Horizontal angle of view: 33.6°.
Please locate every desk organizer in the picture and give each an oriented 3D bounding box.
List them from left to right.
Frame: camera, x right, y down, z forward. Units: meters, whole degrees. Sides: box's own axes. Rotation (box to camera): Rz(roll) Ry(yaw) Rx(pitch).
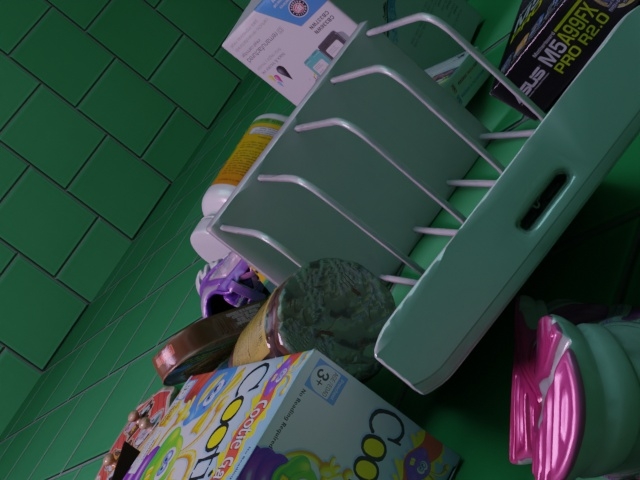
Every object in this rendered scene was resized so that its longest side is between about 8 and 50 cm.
[{"bbox_3d":[-0.258,0.322,1.374,0.047,0.050,0.130,-47,15,19],"label":"desk organizer"}]

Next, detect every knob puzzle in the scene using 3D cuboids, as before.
[{"bbox_3d":[-0.281,0.286,1.578,0.213,0.030,0.213,-48,15,17],"label":"knob puzzle"}]

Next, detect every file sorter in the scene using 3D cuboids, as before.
[{"bbox_3d":[0.060,-0.059,1.049,0.278,0.193,0.173,-54,18,-8],"label":"file sorter"}]

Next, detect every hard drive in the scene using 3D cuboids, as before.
[{"bbox_3d":[0.126,0.002,0.709,0.233,0.047,0.353,-52,-9,-3],"label":"hard drive"}]

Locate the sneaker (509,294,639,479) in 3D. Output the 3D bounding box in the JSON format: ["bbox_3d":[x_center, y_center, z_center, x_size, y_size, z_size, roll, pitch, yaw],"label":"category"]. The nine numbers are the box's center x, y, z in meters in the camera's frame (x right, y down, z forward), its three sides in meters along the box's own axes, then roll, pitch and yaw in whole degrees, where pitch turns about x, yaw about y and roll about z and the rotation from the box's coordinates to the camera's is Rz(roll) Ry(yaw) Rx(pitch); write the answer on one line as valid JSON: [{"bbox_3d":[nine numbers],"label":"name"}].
[{"bbox_3d":[0.165,0.084,0.582,0.252,0.111,0.103,-19,-69,-86],"label":"sneaker"}]

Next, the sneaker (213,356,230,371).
[{"bbox_3d":[-0.075,0.157,1.194,0.162,0.063,0.073,-47,18,20],"label":"sneaker"}]

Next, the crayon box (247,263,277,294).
[{"bbox_3d":[0.000,0.000,1.302,0.165,0.081,0.278,-52,14,-1],"label":"crayon box"}]

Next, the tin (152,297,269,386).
[{"bbox_3d":[-0.110,0.114,1.222,0.189,0.040,0.106,-15,-19,-48],"label":"tin"}]

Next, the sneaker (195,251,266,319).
[{"bbox_3d":[-0.100,0.043,1.511,0.236,0.095,0.104,-49,20,31],"label":"sneaker"}]

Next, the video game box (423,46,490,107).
[{"bbox_3d":[0.090,-0.154,1.295,0.205,0.048,0.187,-20,15,33],"label":"video game box"}]

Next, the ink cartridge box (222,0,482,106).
[{"bbox_3d":[0.048,-0.295,1.497,0.198,0.270,0.197,-35,23,49],"label":"ink cartridge box"}]

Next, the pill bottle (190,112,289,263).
[{"bbox_3d":[-0.104,-0.072,1.687,0.136,0.136,0.246,-29,27,57],"label":"pill bottle"}]

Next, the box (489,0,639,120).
[{"bbox_3d":[0.281,-0.278,1.059,0.270,0.060,0.216,-54,9,47],"label":"box"}]

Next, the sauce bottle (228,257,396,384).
[{"bbox_3d":[-0.027,0.110,0.984,0.111,0.111,0.344,-57,4,-22],"label":"sauce bottle"}]

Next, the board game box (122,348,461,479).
[{"bbox_3d":[-0.042,0.192,0.840,0.144,0.142,0.275,-58,15,-23],"label":"board game box"}]
